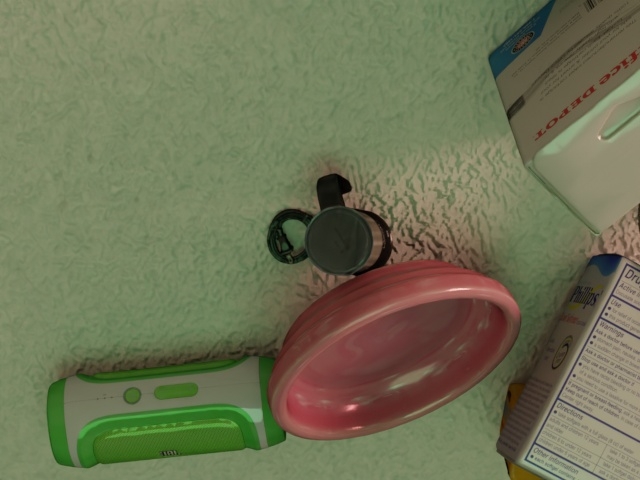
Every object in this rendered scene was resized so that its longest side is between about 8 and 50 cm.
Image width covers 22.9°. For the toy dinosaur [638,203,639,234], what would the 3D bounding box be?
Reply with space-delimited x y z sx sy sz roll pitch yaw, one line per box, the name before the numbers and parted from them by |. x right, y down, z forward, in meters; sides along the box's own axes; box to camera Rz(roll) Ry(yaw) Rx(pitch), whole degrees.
toy dinosaur | 0.444 -0.024 1.913 0.160 0.121 0.313 -11 84 -5

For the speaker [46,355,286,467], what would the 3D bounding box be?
speaker | -0.197 0.222 2.047 0.296 0.131 0.131 -6 119 1

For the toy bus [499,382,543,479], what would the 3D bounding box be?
toy bus | 0.411 0.276 2.113 0.332 0.108 0.130 5 116 -5

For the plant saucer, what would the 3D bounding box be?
plant saucer | 0.083 0.129 1.965 0.332 0.084 0.332 -18 150 -11

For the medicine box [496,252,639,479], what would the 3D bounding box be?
medicine box | 0.406 0.201 1.967 0.263 0.149 0.289 28 88 -5

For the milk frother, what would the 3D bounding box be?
milk frother | 0.000 0.000 1.928 0.143 0.135 0.129 -34 81 10

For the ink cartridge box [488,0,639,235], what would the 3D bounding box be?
ink cartridge box | 0.324 -0.178 1.748 0.223 0.307 0.129 -40 112 18
